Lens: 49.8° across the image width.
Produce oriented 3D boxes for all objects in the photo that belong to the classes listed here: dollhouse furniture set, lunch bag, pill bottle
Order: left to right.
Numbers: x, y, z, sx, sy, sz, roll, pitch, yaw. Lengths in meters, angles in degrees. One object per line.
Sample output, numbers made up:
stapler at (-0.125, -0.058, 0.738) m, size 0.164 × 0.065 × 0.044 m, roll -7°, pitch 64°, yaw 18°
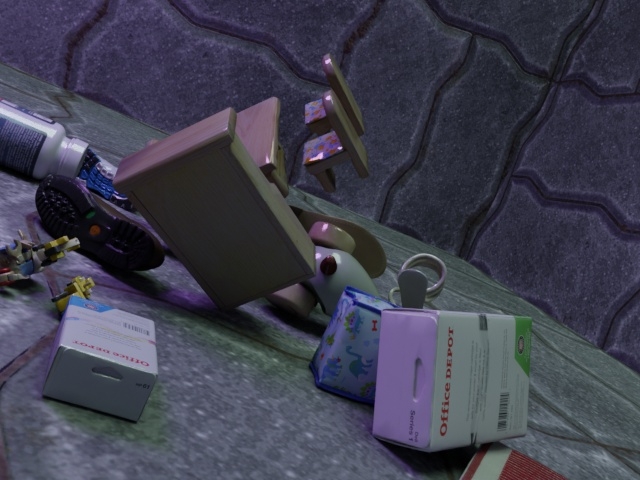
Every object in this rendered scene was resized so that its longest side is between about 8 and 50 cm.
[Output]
pill bottle at (-0.510, -0.169, 1.210) m, size 0.180 × 0.108 × 0.108 m, roll 23°, pitch 9°, yaw -15°
dollhouse furniture set at (-0.137, -0.131, 1.061) m, size 0.256 × 0.362 × 0.394 m, roll 58°, pitch 18°, yaw -35°
lunch bag at (0.080, 0.150, 0.930) m, size 0.151 × 0.129 × 0.096 m, roll 22°, pitch 9°, yaw -12°

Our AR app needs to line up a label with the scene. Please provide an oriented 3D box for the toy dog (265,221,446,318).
toy dog at (0.083, 0.095, 1.107) m, size 0.333 × 0.220 × 0.161 m, roll 14°, pitch -11°, yaw -13°

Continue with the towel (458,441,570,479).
towel at (0.307, 0.343, 0.756) m, size 0.329 × 0.037 × 0.237 m, roll 27°, pitch 11°, yaw 21°

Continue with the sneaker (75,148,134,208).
sneaker at (-0.418, -0.120, 1.350) m, size 0.190 × 0.071 × 0.083 m, roll 35°, pitch 4°, yaw 7°

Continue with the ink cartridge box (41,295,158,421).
ink cartridge box at (-0.202, 0.107, 0.641) m, size 0.088 × 0.052 × 0.122 m, roll 22°, pitch 8°, yaw -20°

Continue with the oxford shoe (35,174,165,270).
oxford shoe at (-0.320, -0.018, 0.998) m, size 0.227 × 0.083 × 0.096 m, roll 34°, pitch -2°, yaw 18°

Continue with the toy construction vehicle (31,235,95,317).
toy construction vehicle at (-0.279, 0.037, 0.773) m, size 0.086 × 0.035 × 0.098 m, roll 62°, pitch 1°, yaw -3°

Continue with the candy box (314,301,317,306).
candy box at (-0.137, 0.004, 1.306) m, size 0.183 × 0.088 × 0.316 m, roll 20°, pitch 10°, yaw -40°

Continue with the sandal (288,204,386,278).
sandal at (0.003, -0.006, 1.224) m, size 0.240 × 0.088 × 0.079 m, roll 23°, pitch -2°, yaw -13°

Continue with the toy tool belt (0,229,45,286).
toy tool belt at (-0.340, 0.018, 0.760) m, size 0.052 × 0.051 × 0.083 m, roll -12°, pitch 9°, yaw 0°

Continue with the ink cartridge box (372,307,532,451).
ink cartridge box at (0.171, 0.168, 0.866) m, size 0.219 × 0.160 × 0.092 m, roll 10°, pitch -7°, yaw -44°
